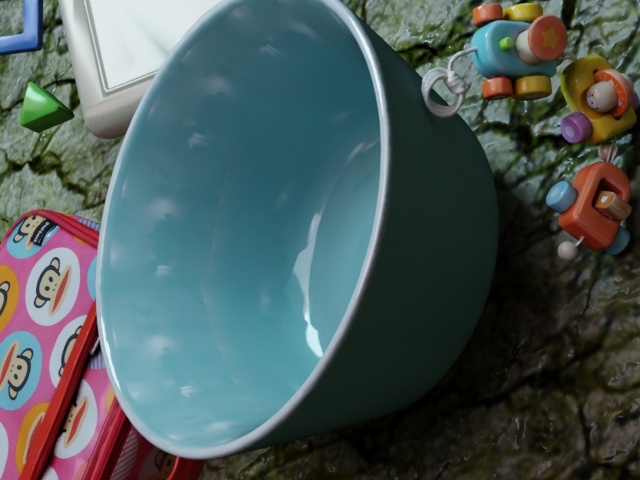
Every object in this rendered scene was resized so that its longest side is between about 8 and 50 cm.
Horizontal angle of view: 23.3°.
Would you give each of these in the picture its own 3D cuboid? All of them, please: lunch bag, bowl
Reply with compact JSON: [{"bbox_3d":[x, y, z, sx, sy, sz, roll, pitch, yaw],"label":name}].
[{"bbox_3d":[-0.189,0.140,1.217,0.258,0.120,0.293,24,93,43],"label":"lunch bag"},{"bbox_3d":[0.000,0.000,1.026,0.311,0.163,0.311,-23,60,47],"label":"bowl"}]

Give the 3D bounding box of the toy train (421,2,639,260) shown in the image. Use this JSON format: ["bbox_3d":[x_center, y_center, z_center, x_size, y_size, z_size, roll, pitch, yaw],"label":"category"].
[{"bbox_3d":[0.147,-0.073,0.944,0.046,0.166,0.125,-20,34,58],"label":"toy train"}]

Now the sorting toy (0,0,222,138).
[{"bbox_3d":[-0.126,-0.199,1.293,0.348,0.047,0.196,-19,76,14],"label":"sorting toy"}]
